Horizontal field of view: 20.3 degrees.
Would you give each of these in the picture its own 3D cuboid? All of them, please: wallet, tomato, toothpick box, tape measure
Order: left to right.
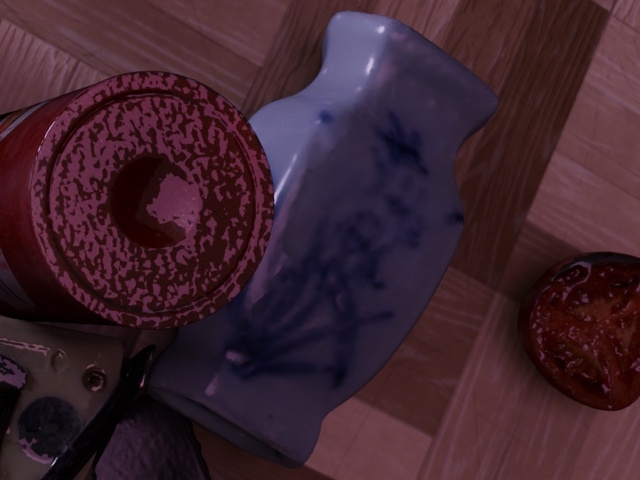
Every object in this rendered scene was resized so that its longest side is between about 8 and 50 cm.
[{"bbox_3d":[-0.283,0.181,1.554,0.271,0.133,0.231,11,69,-19],"label":"tape measure"},{"bbox_3d":[-0.241,0.275,1.646,0.321,0.044,0.170,-25,92,-26],"label":"wallet"},{"bbox_3d":[-0.194,-0.027,1.518,0.204,0.333,0.204,1,88,-24],"label":"toothpick box"},{"bbox_3d":[0.275,0.083,1.865,0.174,0.082,0.166,30,81,-25],"label":"tomato"}]

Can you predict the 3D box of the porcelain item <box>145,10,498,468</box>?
[{"bbox_3d":[0.000,0.000,1.690,0.242,0.178,0.405,34,76,-22],"label":"porcelain item"}]
